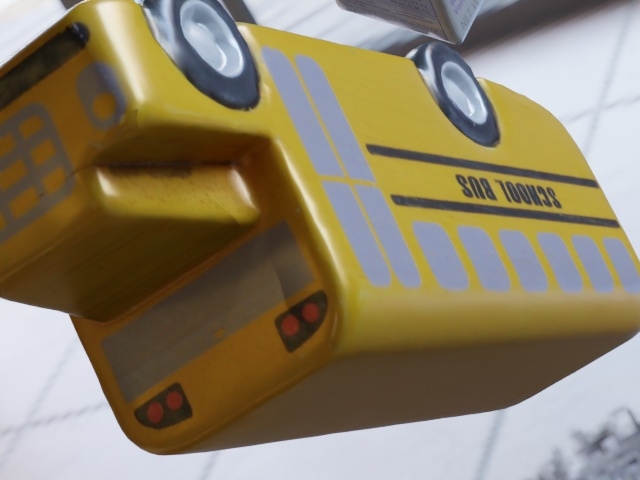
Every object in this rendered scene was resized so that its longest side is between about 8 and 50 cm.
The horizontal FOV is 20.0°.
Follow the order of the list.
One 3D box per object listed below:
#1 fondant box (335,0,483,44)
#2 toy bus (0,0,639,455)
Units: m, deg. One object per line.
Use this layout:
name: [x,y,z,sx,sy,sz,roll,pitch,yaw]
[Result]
fondant box: [0.059,-0.298,1.051,0.096,0.330,0.238,21,75,25]
toy bus: [0.000,0.000,0.676,0.108,0.130,0.333,-32,-17,26]
